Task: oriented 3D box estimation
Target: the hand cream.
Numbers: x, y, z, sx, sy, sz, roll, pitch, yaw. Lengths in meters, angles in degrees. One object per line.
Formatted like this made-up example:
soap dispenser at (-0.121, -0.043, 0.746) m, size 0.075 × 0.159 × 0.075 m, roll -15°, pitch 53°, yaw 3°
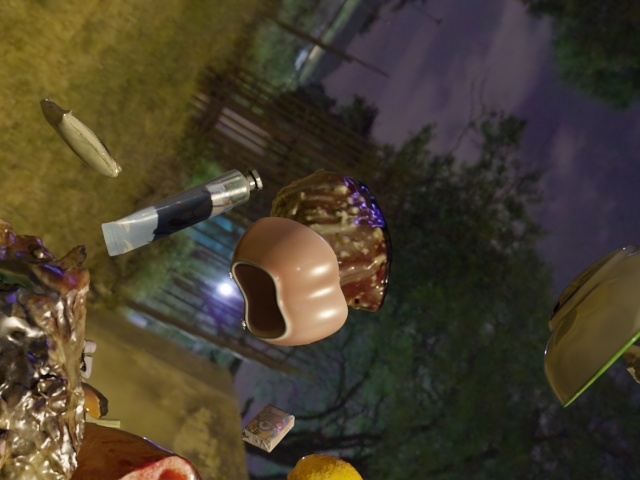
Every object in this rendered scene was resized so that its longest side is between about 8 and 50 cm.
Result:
hand cream at (-0.223, -0.050, 1.449) m, size 0.271 × 0.058 × 0.091 m, roll -24°, pitch 153°, yaw -19°

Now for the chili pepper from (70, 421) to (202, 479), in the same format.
chili pepper at (-0.334, 0.402, 1.297) m, size 0.305 × 0.229 × 0.251 m, roll 3°, pitch -91°, yaw 49°

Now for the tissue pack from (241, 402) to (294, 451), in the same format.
tissue pack at (-0.094, 0.338, 1.609) m, size 0.083 × 0.063 × 0.035 m, roll -43°, pitch 146°, yaw -49°

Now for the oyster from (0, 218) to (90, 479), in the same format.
oyster at (-0.385, 0.148, 1.003) m, size 0.096 × 0.221 × 0.361 m, roll 62°, pitch 27°, yaw -77°

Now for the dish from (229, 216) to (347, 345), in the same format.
dish at (-0.066, 0.075, 1.337) m, size 0.090 × 0.213 × 0.213 m, roll -31°, pitch 169°, yaw -42°

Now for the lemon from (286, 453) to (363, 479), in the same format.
lemon at (0.013, 0.450, 1.620) m, size 0.114 × 0.155 × 0.114 m, roll 15°, pitch 90°, yaw -80°

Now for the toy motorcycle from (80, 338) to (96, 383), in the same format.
toy motorcycle at (-0.654, 0.290, 2.276) m, size 0.152 × 0.225 × 0.073 m, roll -37°, pitch -177°, yaw -9°

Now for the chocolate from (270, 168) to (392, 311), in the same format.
chocolate at (0.000, 0.000, 1.944) m, size 0.225 × 0.210 × 0.340 m, roll -58°, pitch -137°, yaw 45°

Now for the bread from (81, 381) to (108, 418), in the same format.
bread at (-0.609, 0.361, 1.916) m, size 0.195 × 0.344 × 0.148 m, roll 40°, pitch -78°, yaw 41°

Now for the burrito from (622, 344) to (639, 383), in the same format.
burrito at (0.699, 0.258, 1.733) m, size 0.226 × 0.087 × 0.060 m, roll 7°, pitch -148°, yaw 44°

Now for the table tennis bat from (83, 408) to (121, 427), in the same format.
table tennis bat at (-0.463, 0.347, 1.706) m, size 0.013 × 0.157 × 0.087 m, roll -97°, pitch -163°, yaw -51°

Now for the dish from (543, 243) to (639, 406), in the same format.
dish at (0.441, 0.098, 1.348) m, size 0.324 × 0.124 × 0.324 m, roll -39°, pitch 162°, yaw -15°

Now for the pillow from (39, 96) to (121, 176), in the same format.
pillow at (-0.500, -0.210, 1.862) m, size 0.119 × 0.208 × 0.053 m, roll 20°, pitch -115°, yaw 41°
